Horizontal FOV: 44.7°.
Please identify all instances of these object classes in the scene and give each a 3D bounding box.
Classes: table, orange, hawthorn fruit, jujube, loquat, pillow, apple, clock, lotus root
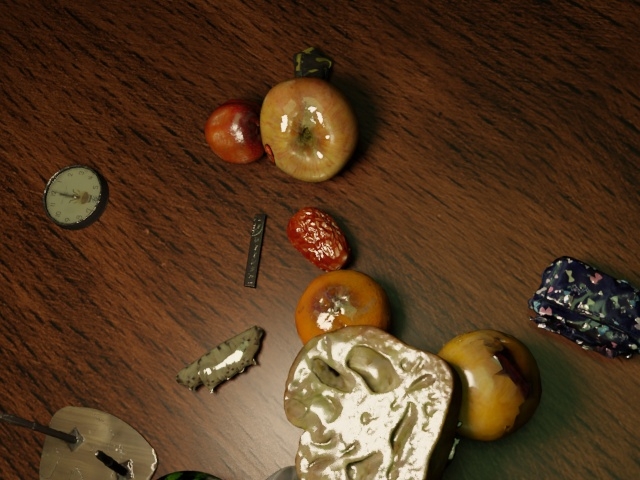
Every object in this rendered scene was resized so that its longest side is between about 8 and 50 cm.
[{"bbox_3d":[-0.585,0.533,1.761,0.317,0.249,0.318,-4,71,12],"label":"table"},{"bbox_3d":[0.049,0.172,1.771,0.224,0.170,0.224,-5,70,13],"label":"orange"},{"bbox_3d":[-0.220,-0.276,1.993,0.188,0.169,0.169,-8,69,32],"label":"hawthorn fruit"},{"bbox_3d":[0.000,0.000,1.879,0.176,0.109,0.112,45,123,14],"label":"jujube"},{"bbox_3d":[0.343,0.298,1.627,0.234,0.235,0.235,-4,71,12],"label":"loquat"},{"bbox_3d":[-0.232,0.295,1.861,0.241,0.051,0.093,-32,68,-1],"label":"pillow"},{"bbox_3d":[-0.027,-0.273,1.901,0.260,0.194,0.261,0,112,1],"label":"apple"},{"bbox_3d":[-0.665,-0.119,2.108,0.184,0.040,0.185,-4,71,12],"label":"clock"},{"bbox_3d":[0.108,0.350,1.565,0.374,0.111,0.391,-30,61,11],"label":"lotus root"}]

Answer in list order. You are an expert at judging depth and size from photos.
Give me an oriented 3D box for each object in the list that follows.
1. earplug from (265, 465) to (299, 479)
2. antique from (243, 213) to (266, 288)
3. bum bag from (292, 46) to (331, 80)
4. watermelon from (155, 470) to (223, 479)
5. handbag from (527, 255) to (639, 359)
[{"bbox_3d":[0.010,0.581,1.656,0.325,0.175,0.214,2,53,6],"label":"earplug"},{"bbox_3d":[-0.164,0.026,1.953,0.031,0.015,0.192,3,73,15],"label":"antique"},{"bbox_3d":[-0.029,-0.403,2.039,0.106,0.060,0.233,5,75,6],"label":"bum bag"},{"bbox_3d":[-0.287,0.626,1.662,0.268,0.269,0.269,-4,71,12],"label":"watermelon"},{"bbox_3d":[0.586,0.151,1.681,0.260,0.113,0.162,24,73,21],"label":"handbag"}]
